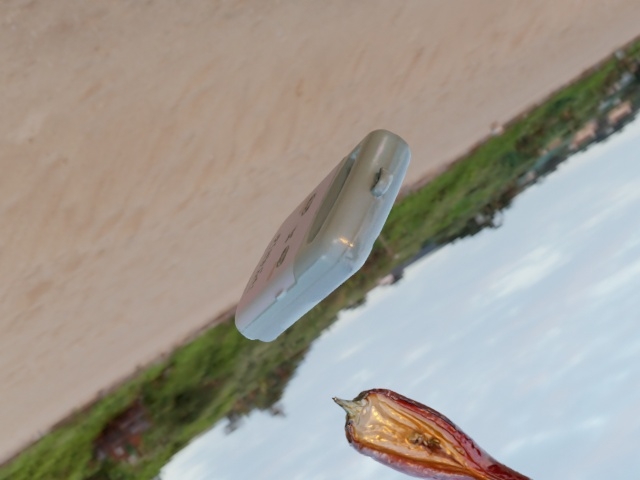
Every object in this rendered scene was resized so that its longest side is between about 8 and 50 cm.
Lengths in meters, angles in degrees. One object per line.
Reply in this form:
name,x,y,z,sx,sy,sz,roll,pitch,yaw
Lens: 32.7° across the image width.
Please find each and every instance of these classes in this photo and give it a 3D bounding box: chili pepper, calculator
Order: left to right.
calculator,0.000,0.000,0.919,0.246,0.045,0.141,-42,-161,56
chili pepper,0.085,0.139,0.697,0.027,0.178,0.045,137,-23,-78
